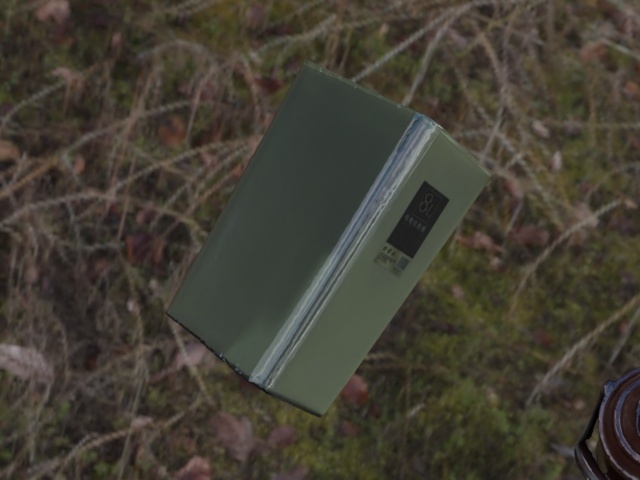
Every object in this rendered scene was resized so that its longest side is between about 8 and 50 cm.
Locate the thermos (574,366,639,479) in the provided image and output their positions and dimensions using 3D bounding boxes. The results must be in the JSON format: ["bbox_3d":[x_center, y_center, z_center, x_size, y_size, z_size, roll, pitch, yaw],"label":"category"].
[{"bbox_3d":[0.255,0.145,0.909,0.099,0.232,0.124,39,81,22],"label":"thermos"}]

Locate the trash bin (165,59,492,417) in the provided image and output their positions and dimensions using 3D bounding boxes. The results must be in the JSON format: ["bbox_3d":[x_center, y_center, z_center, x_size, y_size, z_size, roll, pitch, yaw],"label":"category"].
[{"bbox_3d":[0.000,0.000,0.378,0.061,0.092,0.043,32,0,41],"label":"trash bin"}]
